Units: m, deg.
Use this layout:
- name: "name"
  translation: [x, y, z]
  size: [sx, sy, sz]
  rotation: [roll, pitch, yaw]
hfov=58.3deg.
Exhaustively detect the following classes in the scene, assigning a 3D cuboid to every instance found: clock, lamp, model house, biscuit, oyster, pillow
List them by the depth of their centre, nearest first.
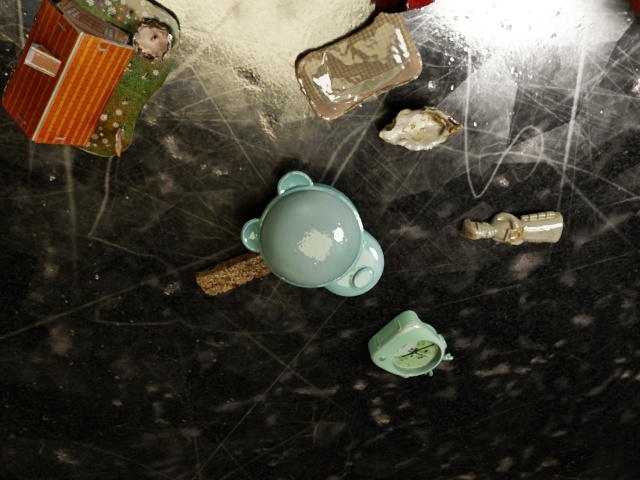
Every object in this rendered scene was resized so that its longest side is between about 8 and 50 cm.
- name: "model house"
  translation: [-0.363, -0.244, 0.892]
  size: [0.207, 0.154, 0.294]
  rotation: [27, 117, -24]
- name: "pillow"
  translation: [0.066, -0.299, 1.000]
  size: [0.211, 0.034, 0.135]
  rotation: [-27, 128, 12]
- name: "oyster"
  translation: [0.192, -0.215, 1.072]
  size: [0.148, 0.051, 0.103]
  rotation: [10, 142, -16]
- name: "lamp"
  translation: [0.001, 0.005, 1.143]
  size: [0.284, 0.147, 0.209]
  rotation: [32, 109, -30]
- name: "biscuit"
  translation: [-0.167, 0.060, 1.225]
  size: [0.199, 0.034, 0.064]
  rotation: [-22, 128, 8]
- name: "clock"
  translation: [0.235, 0.275, 1.435]
  size: [0.211, 0.066, 0.159]
  rotation: [35, 114, -30]

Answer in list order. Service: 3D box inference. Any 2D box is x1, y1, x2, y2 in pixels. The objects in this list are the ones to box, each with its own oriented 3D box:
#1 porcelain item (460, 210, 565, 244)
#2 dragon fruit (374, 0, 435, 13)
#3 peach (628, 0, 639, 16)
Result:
- name: "porcelain item"
  translation: [0.416, -0.025, 1.251]
  size: [0.213, 0.054, 0.084]
  rotation: [-2, 125, -7]
- name: "dragon fruit"
  translation: [0.107, -0.438, 0.861]
  size: [0.092, 0.122, 0.192]
  rotation: [11, 134, 28]
- name: "peach"
  translation: [0.625, -0.435, 0.805]
  size: [0.310, 0.335, 0.406]
  rotation: [9, 131, -17]
